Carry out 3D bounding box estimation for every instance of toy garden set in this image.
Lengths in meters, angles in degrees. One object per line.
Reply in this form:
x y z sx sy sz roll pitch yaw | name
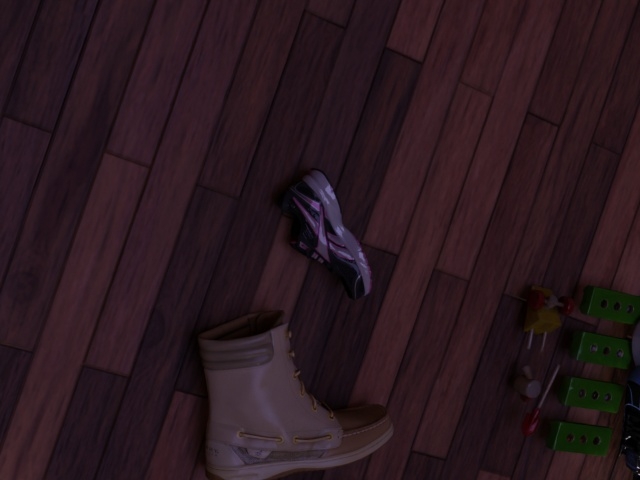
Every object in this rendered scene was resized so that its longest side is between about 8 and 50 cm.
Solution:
0.357 0.182 1.815 0.204 0.049 0.244 12 94 -31 | toy garden set

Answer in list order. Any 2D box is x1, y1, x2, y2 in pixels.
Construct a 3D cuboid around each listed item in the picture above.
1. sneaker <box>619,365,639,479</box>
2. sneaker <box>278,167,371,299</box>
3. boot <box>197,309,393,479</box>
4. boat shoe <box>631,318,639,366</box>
0.489 0.290 1.865 0.090 0.081 0.232 -39 128 -17 | sneaker
0.000 0.000 1.587 0.077 0.072 0.178 -28 103 -9 | sneaker
-0.029 0.186 1.583 0.262 0.095 0.203 -9 102 -22 | boot
0.580 0.213 1.883 0.113 0.105 0.306 -53 124 -19 | boat shoe
